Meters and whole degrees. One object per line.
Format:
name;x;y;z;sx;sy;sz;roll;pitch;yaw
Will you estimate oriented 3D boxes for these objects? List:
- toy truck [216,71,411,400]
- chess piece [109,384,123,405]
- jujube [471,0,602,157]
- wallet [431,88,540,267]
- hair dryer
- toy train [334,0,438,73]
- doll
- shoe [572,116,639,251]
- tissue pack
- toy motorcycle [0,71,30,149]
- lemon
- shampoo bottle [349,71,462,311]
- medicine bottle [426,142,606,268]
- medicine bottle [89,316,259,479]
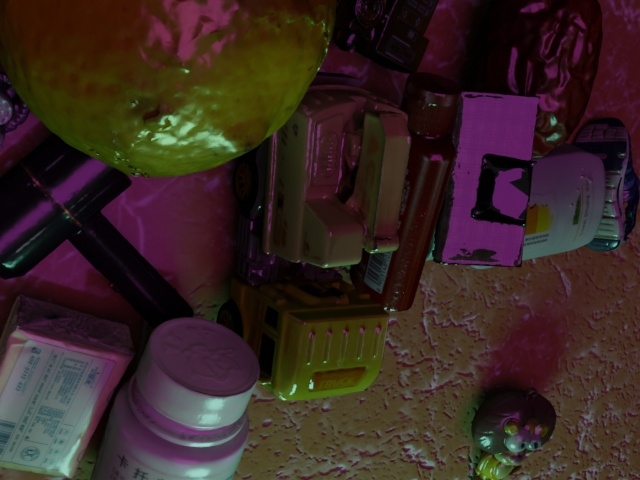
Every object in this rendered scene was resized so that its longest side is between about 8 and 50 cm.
toy truck;0.000;0.000;1.152;0.181;0.254;0.405;0;107;-29
chess piece;-0.239;0.195;1.207;0.093;0.042;0.042;-7;106;-18
jujube;0.294;-0.242;1.272;0.174;0.174;0.250;-6;117;-23
wallet;0.217;-0.079;1.208;0.124;0.042;0.230;4;98;-2
hair dryer;-0.259;0.041;1.130;0.189;0.107;0.352;-41;122;-7
toy train;0.100;-0.337;1.199;0.137;0.090;0.225;22;94;-35
doll;0.308;0.316;1.464;0.145;0.096;0.188;-14;119;-13
shoe;0.448;-0.088;1.434;0.106;0.091;0.207;-17;107;-48
tissue pack;-0.329;0.177;1.109;0.148;0.092;0.196;20;110;-27
toy motorcycle;-0.448;-0.180;0.981;0.171;0.110;0.260;-41;125;8
lemon;-0.167;-0.252;0.960;0.350;0.350;0.387;-30;74;-15
shampoo bottle;0.111;-0.061;1.206;0.076;0.118;0.314;-4;124;-27
medicine bottle;0.265;-0.047;1.336;0.296;0.111;0.161;-8;114;-22
medicine bottle;-0.179;0.248;1.127;0.170;0.170;0.293;8;121;-26
